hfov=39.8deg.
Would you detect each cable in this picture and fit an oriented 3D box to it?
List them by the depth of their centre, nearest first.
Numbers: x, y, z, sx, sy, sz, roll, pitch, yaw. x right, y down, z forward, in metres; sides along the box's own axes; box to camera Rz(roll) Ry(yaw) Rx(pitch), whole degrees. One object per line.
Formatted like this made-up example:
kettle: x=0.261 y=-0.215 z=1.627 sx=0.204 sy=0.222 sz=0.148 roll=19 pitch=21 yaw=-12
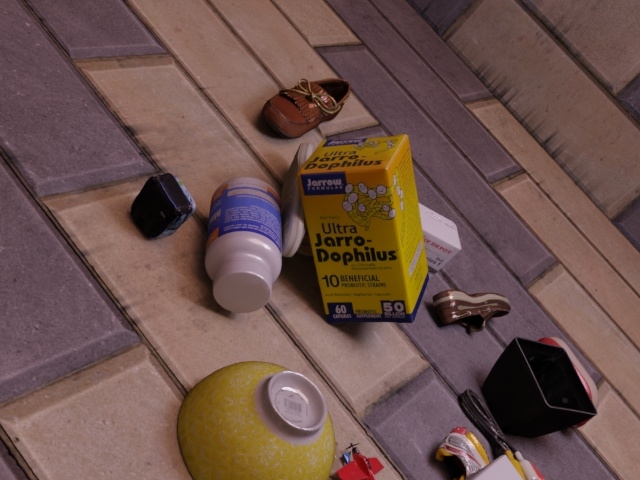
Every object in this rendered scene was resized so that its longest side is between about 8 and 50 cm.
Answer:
cable: x=0.416 y=0.447 z=1.952 sx=0.139 sy=0.072 sz=0.287 roll=18 pitch=39 yaw=-43

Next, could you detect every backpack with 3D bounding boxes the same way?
backpack: x=-0.305 y=-0.063 z=1.721 sx=0.105 sy=0.114 sz=0.084 roll=55 pitch=33 yaw=13

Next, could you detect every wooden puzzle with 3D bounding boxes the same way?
wooden puzzle: x=0.005 y=0.395 z=1.619 sx=0.116 sy=0.014 sz=0.078 roll=29 pitch=39 yaw=-21

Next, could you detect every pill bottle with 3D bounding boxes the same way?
pill bottle: x=-0.153 y=0.010 z=1.768 sx=0.152 sy=0.152 sz=0.272 roll=28 pitch=35 yaw=-23

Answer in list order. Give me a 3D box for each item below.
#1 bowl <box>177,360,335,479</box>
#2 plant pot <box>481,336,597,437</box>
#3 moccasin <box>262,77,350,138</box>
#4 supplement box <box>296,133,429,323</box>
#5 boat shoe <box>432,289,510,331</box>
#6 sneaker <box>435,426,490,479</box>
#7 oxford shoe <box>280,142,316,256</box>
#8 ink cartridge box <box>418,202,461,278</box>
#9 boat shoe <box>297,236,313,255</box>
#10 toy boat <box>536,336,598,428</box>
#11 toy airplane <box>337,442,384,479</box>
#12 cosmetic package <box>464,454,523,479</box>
bowl: x=-0.077 y=0.308 z=1.484 sx=0.289 sy=0.156 sz=0.289 roll=26 pitch=38 yaw=-22
plant pot: x=0.489 y=0.356 z=2.050 sx=0.187 sy=0.167 sz=0.188 roll=16 pitch=42 yaw=-37
moccasin: x=-0.027 y=-0.364 z=2.351 sx=0.139 sy=0.147 sz=0.380 roll=50 pitch=33 yaw=11
supplement box: x=0.098 y=-0.022 z=1.871 sx=0.195 sy=0.194 sz=0.356 roll=-58 pitch=141 yaw=-58
boat shoe: x=0.385 y=0.187 z=2.223 sx=0.257 sy=0.095 sz=0.095 roll=6 pitch=61 yaw=-36
sneaker: x=0.316 y=0.495 z=1.794 sx=0.093 sy=0.088 sz=0.225 roll=-28 pitch=73 yaw=-36
oxford shoe: x=-0.021 y=-0.096 z=1.997 sx=0.130 sy=0.169 sz=0.449 roll=24 pitch=25 yaw=-7
ink cartridge box: x=0.197 y=0.027 z=2.066 sx=0.160 sy=0.219 sz=0.092 roll=25 pitch=36 yaw=-25
boat shoe: x=0.000 y=0.000 z=2.033 sx=0.170 sy=0.059 sz=0.063 roll=8 pitch=47 yaw=-41
toy boat: x=0.575 y=0.363 z=2.193 sx=0.151 sy=0.151 sz=0.231 roll=-22 pitch=65 yaw=-23
toy airplane: x=0.091 y=0.442 z=1.631 sx=0.151 sy=0.028 sz=0.151 roll=38 pitch=29 yaw=-26
cosmetic package: x=0.224 y=0.532 z=1.527 sx=0.366 sy=0.197 sz=0.155 roll=-14 pitch=63 yaw=-52
